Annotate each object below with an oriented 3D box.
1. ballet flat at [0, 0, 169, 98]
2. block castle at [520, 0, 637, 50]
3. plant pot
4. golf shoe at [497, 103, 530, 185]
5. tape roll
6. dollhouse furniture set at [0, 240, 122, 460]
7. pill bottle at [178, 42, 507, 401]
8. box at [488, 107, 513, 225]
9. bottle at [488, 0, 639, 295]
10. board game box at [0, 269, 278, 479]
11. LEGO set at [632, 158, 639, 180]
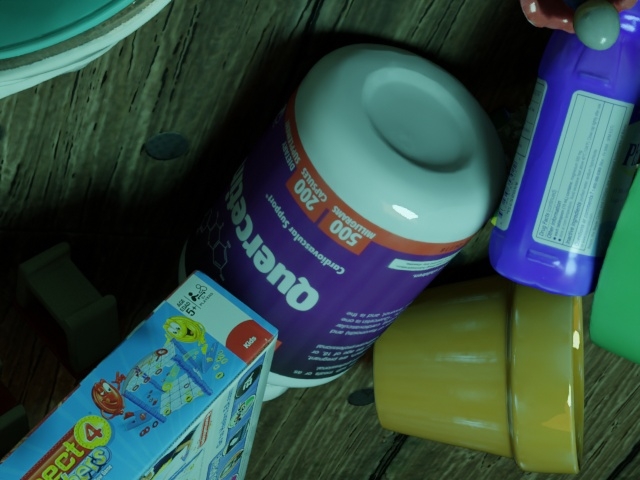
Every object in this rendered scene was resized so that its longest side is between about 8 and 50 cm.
[{"bbox_3d":[-0.244,-0.145,1.175,0.400,0.139,0.139,-22,144,16],"label":"ballet flat"},{"bbox_3d":[0.288,-0.312,0.996,0.453,0.213,0.303,-21,144,14],"label":"block castle"},{"bbox_3d":[0.152,0.118,1.600,0.188,0.205,0.205,-1,147,11],"label":"plant pot"},{"bbox_3d":[0.210,-0.096,1.369,0.176,0.069,0.086,-48,151,5],"label":"golf shoe"},{"bbox_3d":[0.310,-0.050,1.303,0.077,0.321,0.321,24,149,17],"label":"tape roll"},{"bbox_3d":[-0.297,0.123,1.434,0.259,0.262,0.135,-32,156,-27],"label":"dollhouse furniture set"},{"bbox_3d":[0.000,0.000,1.383,0.181,0.181,0.323,10,139,-28],"label":"pill bottle"},{"bbox_3d":[0.200,-0.030,1.464,0.043,0.105,0.179,-27,143,25],"label":"box"},{"bbox_3d":[0.204,-0.103,1.254,0.092,0.283,0.118,17,-171,11],"label":"bottle"},{"bbox_3d":[-0.174,0.214,1.338,0.302,0.086,0.308,-45,165,-28],"label":"board game box"},{"bbox_3d":[0.305,-0.069,1.509,0.083,0.023,0.054,-28,142,23],"label":"LEGO set"}]
